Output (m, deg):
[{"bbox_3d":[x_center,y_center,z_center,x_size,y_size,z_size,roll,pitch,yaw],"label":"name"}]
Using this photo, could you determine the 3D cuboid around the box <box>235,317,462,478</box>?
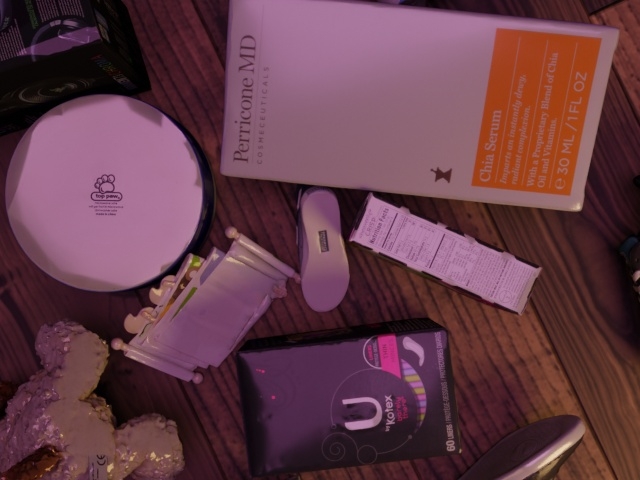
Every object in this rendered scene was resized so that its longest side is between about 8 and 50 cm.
[{"bbox_3d":[0.035,0.202,0.985,0.271,0.143,0.165,-8,89,1],"label":"box"}]

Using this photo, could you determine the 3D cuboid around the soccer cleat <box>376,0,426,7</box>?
[{"bbox_3d":[0.204,-0.435,0.994,0.331,0.116,0.143,-32,107,2],"label":"soccer cleat"}]

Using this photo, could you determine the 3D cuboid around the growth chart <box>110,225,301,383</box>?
[{"bbox_3d":[-0.151,0.091,1.005,0.237,0.021,0.172,-46,125,1],"label":"growth chart"}]

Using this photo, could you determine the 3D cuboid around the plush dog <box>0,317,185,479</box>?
[{"bbox_3d":[-0.341,0.268,0.962,0.262,0.210,0.225,49,134,-3],"label":"plush dog"}]

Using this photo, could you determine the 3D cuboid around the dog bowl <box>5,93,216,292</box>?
[{"bbox_3d":[-0.278,-0.061,1.008,0.265,0.104,0.264,0,90,0],"label":"dog bowl"}]

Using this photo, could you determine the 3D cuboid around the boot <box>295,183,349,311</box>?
[{"bbox_3d":[0.000,0.000,1.030,0.069,0.086,0.189,-4,118,-8],"label":"boot"}]

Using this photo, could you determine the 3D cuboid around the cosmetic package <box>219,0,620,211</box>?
[{"bbox_3d":[0.112,-0.184,0.952,0.454,0.161,0.229,5,107,1],"label":"cosmetic package"}]

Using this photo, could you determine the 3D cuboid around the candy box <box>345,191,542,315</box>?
[{"bbox_3d":[0.152,0.018,0.979,0.234,0.159,0.071,24,89,1],"label":"candy box"}]

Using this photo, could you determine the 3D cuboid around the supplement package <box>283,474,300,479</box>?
[{"bbox_3d":[-0.128,0.440,0.953,0.262,0.204,0.145,-20,89,0],"label":"supplement package"}]

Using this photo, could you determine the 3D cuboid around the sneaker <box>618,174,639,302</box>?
[{"bbox_3d":[0.464,0.050,1.013,0.121,0.108,0.302,7,91,14],"label":"sneaker"}]

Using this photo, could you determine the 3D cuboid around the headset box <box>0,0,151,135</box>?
[{"bbox_3d":[-0.392,-0.235,0.938,0.283,0.246,0.131,-17,89,-1],"label":"headset box"}]

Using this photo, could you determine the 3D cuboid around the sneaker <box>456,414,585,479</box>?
[{"bbox_3d":[0.268,0.369,1.008,0.296,0.104,0.147,-42,91,6],"label":"sneaker"}]
